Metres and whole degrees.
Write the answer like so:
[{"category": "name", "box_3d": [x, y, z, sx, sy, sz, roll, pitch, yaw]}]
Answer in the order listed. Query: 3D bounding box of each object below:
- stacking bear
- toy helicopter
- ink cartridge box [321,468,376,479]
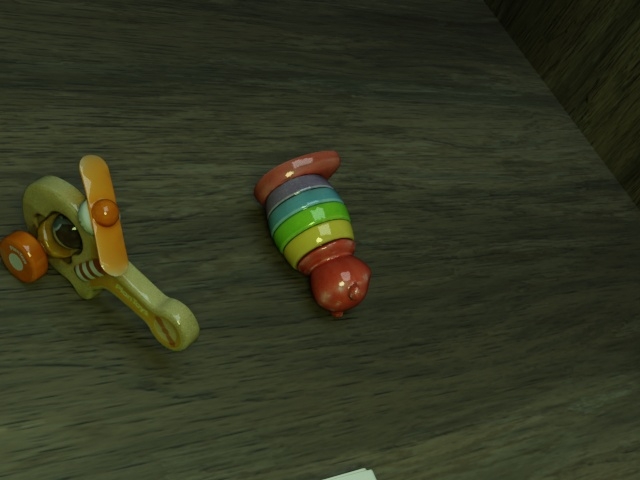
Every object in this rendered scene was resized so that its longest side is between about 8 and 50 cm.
[{"category": "stacking bear", "box_3d": [0.000, 0.000, 1.504, 0.164, 0.175, 0.289, -10, 65, -38]}, {"category": "toy helicopter", "box_3d": [-0.319, 0.029, 1.225, 0.355, 0.235, 0.140, 40, 43, 8]}, {"category": "ink cartridge box", "box_3d": [0.040, 0.455, 1.159, 0.148, 0.086, 0.203, -3, 53, -33]}]
